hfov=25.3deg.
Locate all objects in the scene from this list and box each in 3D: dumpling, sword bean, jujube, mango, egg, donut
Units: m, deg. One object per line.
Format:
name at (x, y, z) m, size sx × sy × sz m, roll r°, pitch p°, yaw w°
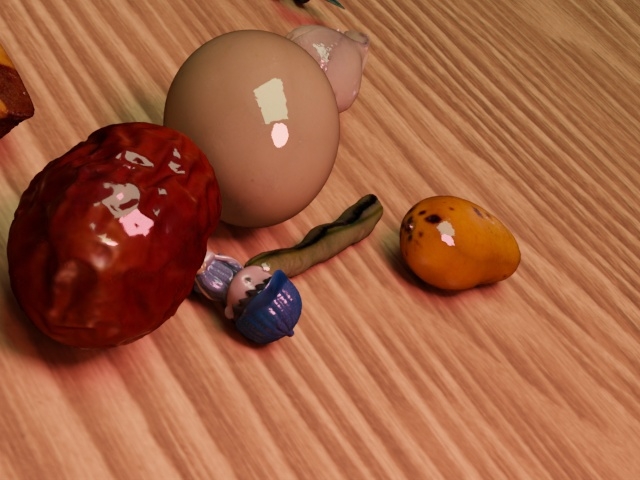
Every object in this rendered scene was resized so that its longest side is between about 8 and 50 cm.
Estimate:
dumpling at (-0.025, -0.216, 1.788) m, size 0.155 × 0.111 × 0.181 m, roll 10°, pitch 9°, yaw 33°
sword bean at (0.000, 0.000, 1.525) m, size 0.043 × 0.038 × 0.269 m, roll 35°, pitch 29°, yaw 17°
jujube at (-0.173, -0.009, 1.241) m, size 0.174 × 0.174 × 0.250 m, roll 32°, pitch 23°, yaw 3°
mango at (0.156, 0.001, 1.613) m, size 0.178 × 0.090 × 0.115 m, roll -8°, pitch 56°, yaw -53°
egg at (-0.071, -0.116, 1.489) m, size 0.186 × 0.186 × 0.242 m, roll 16°, pitch 40°, yaw -24°
donut at (-0.363, -0.164, 1.383) m, size 0.184 × 0.073 × 0.166 m, roll 51°, pitch 16°, yaw 24°

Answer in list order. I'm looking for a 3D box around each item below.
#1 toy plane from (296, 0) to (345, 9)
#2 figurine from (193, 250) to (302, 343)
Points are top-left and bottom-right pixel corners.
toy plane at (-0.092, -0.456, 2.104) m, size 0.155 × 0.106 × 0.382 m, roll 21°, pitch 23°, yaw -41°
figurine at (-0.083, 0.050, 1.357) m, size 0.136 × 0.079 × 0.077 m, roll 17°, pitch 25°, yaw 27°
